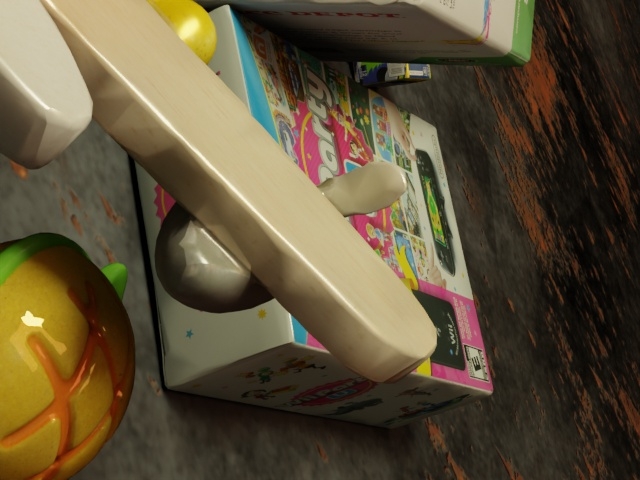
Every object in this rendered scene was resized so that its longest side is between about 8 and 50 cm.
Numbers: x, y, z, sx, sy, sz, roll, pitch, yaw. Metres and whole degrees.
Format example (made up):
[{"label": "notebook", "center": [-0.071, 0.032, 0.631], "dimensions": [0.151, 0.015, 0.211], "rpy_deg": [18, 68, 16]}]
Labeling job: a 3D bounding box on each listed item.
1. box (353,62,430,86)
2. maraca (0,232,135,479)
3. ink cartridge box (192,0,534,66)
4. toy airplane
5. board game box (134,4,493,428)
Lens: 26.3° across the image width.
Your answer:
[{"label": "box", "center": [0.056, -0.223, 1.226], "dimensions": [0.059, 0.054, 0.169], "rpy_deg": [-12, 96, -64]}, {"label": "maraca", "center": [-0.131, 0.059, 0.637], "dimensions": [0.185, 0.099, 0.127], "rpy_deg": [13, 95, -77]}, {"label": "ink cartridge box", "center": [0.021, -0.197, 0.954], "dimensions": [0.278, 0.201, 0.117], "rpy_deg": [2, 93, -68]}, {"label": "toy airplane", "center": [-0.129, -0.128, 0.594], "dimensions": [0.384, 0.272, 0.386], "rpy_deg": [12, 55, -35]}, {"label": "board game box", "center": [0.000, 0.000, 0.946], "dimensions": [0.303, 0.097, 0.224], "rpy_deg": [19, 55, -58]}]
